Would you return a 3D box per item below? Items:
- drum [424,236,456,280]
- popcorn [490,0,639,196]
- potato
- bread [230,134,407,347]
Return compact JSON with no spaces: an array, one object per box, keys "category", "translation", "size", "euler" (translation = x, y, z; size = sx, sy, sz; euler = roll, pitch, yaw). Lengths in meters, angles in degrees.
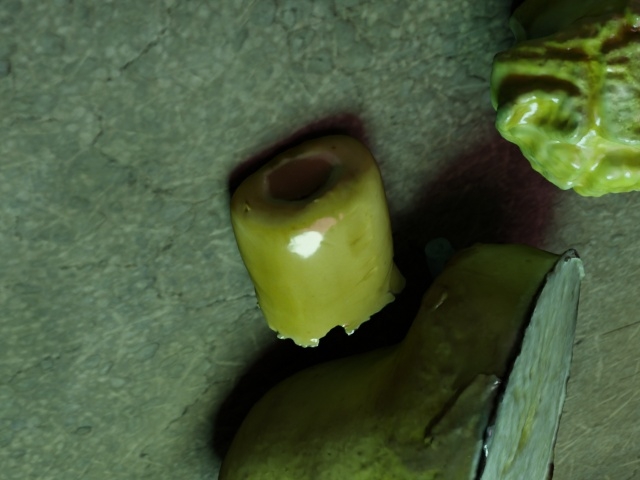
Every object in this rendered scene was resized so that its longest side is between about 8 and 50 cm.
[{"category":"drum","translation":[0.163,0.072,1.531],"size":[0.130,0.049,0.253],"euler":[-20,140,-13]},{"category":"popcorn","translation":[0.228,-0.130,1.274],"size":[0.167,0.187,0.185],"euler":[4,151,12]},{"category":"potato","translation":[0.049,0.178,1.420],"size":[0.290,0.296,0.397],"euler":[-45,143,-54]},{"category":"bread","translation":[0.000,0.001,1.323],"size":[0.134,0.085,0.173],"euler":[-26,141,-8]}]
